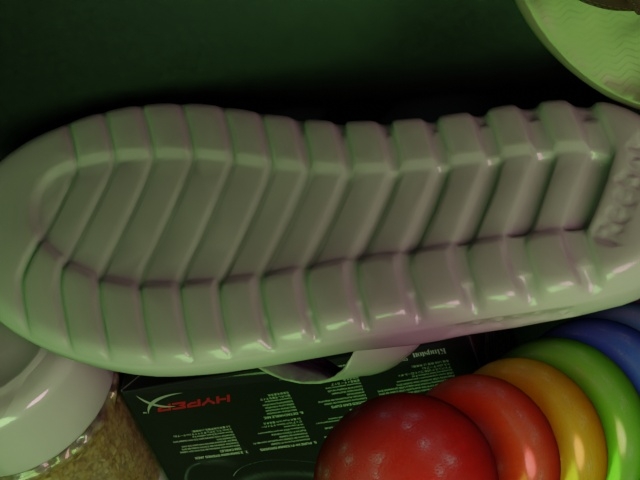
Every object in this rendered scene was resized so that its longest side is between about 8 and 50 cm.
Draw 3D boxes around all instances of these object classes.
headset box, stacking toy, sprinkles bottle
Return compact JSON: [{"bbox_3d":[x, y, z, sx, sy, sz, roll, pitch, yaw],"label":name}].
[{"bbox_3d":[0.032,0.147,1.069,0.218,0.110,0.293,-11,127,17],"label":"headset box"},{"bbox_3d":[0.127,0.105,0.884,0.141,0.330,0.141,7,100,40],"label":"stacking toy"},{"bbox_3d":[-0.137,0.177,1.081,0.121,0.121,0.355,-11,135,16],"label":"sprinkles bottle"}]

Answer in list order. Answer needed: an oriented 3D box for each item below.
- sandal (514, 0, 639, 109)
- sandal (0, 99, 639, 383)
[{"bbox_3d":[0.127,-0.173,0.805,0.120,0.086,0.302,-16,129,21],"label":"sandal"},{"bbox_3d":[-0.002,0.013,0.932,0.416,0.169,0.102,0,149,16],"label":"sandal"}]
